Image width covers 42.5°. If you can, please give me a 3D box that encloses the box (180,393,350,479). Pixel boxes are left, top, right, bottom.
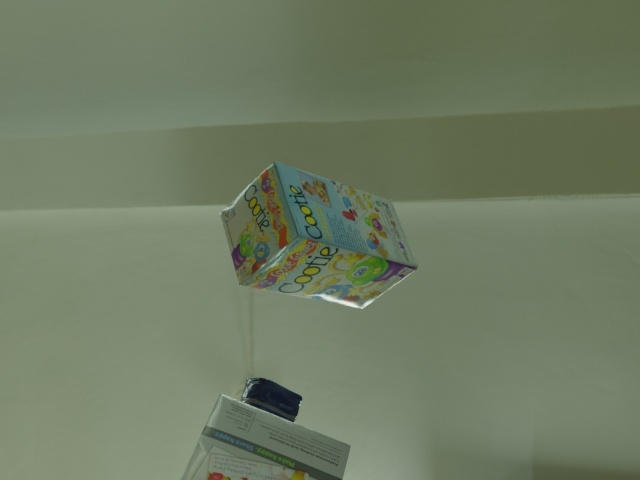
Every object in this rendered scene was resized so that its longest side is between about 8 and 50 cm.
[{"bbox_3d":[-0.061,0.242,0.764,0.145,0.186,0.038,22,-53,1],"label":"box"}]

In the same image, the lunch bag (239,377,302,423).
[{"bbox_3d":[-0.079,0.264,1.297,0.098,0.067,0.065,31,-117,-25],"label":"lunch bag"}]

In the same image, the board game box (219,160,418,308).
[{"bbox_3d":[0.000,0.000,1.322,0.142,0.275,0.144,-40,-126,31],"label":"board game box"}]
